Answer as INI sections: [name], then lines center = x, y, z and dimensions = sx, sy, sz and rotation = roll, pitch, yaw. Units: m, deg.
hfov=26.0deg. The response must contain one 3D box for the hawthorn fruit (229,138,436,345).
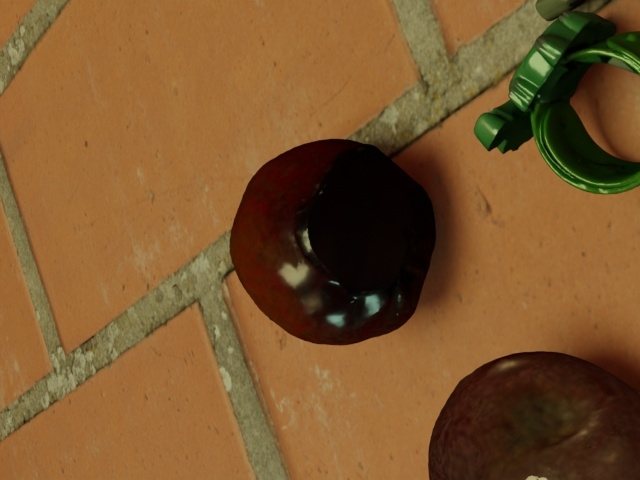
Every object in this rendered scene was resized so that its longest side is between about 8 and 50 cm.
[hawthorn fruit]
center = 0.000, 0.000, 1.447
dimensions = 0.249, 0.215, 0.215
rotation = 17, 111, 49

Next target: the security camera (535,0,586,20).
[security camera]
center = 0.231, -0.222, 1.212
dimensions = 0.092, 0.058, 0.058
rotation = -23, 80, 61

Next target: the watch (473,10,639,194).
[watch]
center = 0.239, -0.107, 1.189
dimensions = 0.152, 0.131, 0.165
rotation = 41, 127, 17

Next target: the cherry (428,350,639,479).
[cherry]
center = 0.211, 0.223, 1.232
dimensions = 0.239, 0.206, 0.239
rotation = 38, 159, 17
